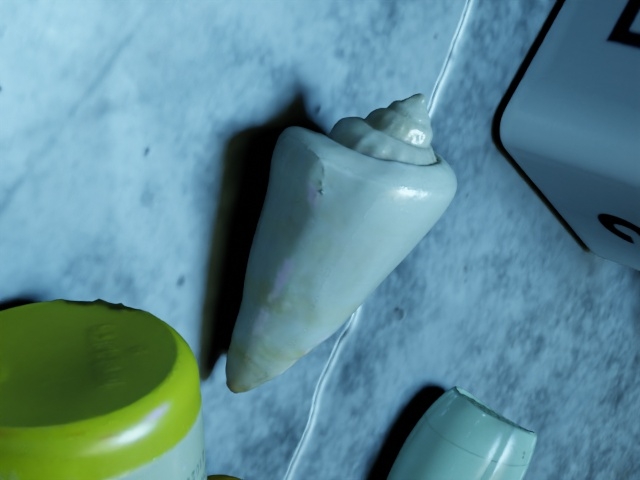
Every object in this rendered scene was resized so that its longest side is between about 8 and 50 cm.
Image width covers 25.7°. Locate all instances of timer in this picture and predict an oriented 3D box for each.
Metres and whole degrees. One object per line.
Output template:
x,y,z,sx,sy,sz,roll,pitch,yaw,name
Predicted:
0.263,-0.080,0.887,0.192,0.195,0.194,40,77,-49,timer

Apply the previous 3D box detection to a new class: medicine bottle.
-0.109,0.144,0.629,0.121,0.121,0.213,-25,125,-39,medicine bottle

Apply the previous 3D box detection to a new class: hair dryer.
0.091,0.217,0.948,0.206,0.075,0.237,-57,148,-2,hair dryer

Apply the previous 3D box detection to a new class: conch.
0.011,0.003,0.725,0.094,0.104,0.176,12,105,-10,conch

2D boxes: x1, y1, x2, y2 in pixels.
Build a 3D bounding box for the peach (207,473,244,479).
-0.054,0.169,0.727,0.100,0.100,0.101,-23,123,-41,peach
